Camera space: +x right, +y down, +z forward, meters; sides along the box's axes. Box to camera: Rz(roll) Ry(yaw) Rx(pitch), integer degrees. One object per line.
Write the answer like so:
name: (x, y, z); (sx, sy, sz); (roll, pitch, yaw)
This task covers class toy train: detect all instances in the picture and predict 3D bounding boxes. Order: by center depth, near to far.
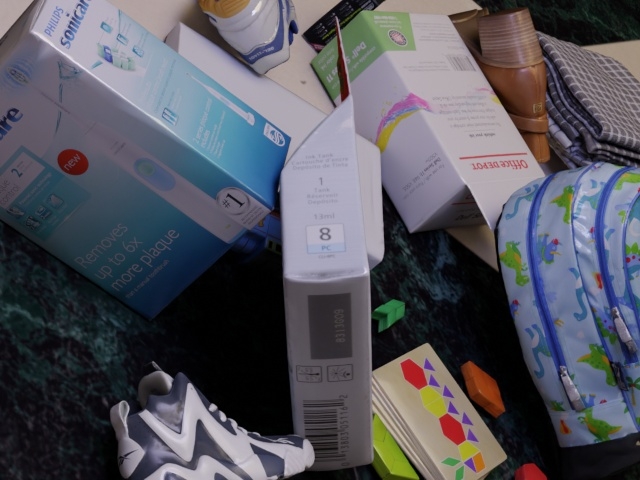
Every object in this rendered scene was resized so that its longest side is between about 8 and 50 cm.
toy train: (-0.087, -0.030, 1.885); (0.184, 0.080, 0.105); (24, 57, -26)

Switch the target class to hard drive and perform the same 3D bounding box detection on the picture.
hard drive: (-0.057, -0.112, 2.040); (0.318, 0.040, 0.210); (30, 38, -27)

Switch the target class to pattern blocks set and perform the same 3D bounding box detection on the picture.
pattern blocks set: (0.135, 0.215, 1.949); (0.285, 0.026, 0.325); (-8, 63, -52)

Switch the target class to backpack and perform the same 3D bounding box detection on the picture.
backpack: (0.354, 0.079, 2.075); (0.290, 0.273, 0.355); (-28, 87, -48)

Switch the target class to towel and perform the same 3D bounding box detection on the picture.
towel: (0.416, -0.196, 2.551); (0.235, 0.121, 0.284); (13, 33, -44)

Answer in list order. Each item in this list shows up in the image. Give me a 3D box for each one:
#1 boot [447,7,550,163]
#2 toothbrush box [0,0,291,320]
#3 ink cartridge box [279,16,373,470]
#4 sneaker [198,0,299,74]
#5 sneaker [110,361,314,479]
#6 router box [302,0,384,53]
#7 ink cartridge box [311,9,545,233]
boot: (0.238, -0.219, 2.405); (0.109, 0.283, 0.220); (-18, 104, -28)
toothbrush box: (-0.213, -0.091, 1.681); (0.295, 0.216, 0.126); (37, 35, -19)
ink cartridge box: (0.000, 0.000, 1.780); (0.091, 0.308, 0.385); (-5, 47, -1)
sneaker: (-0.086, -0.305, 2.150); (0.131, 0.112, 0.296); (58, 19, -23)
sneaker: (-0.112, 0.182, 1.635); (0.235, 0.094, 0.153); (-13, 75, -43)
router box: (0.043, -0.313, 2.281); (0.038, 0.122, 0.092); (50, 34, -7)
ink cartridge box: (0.162, -0.131, 2.239); (0.207, 0.119, 0.353); (-6, 62, -51)
